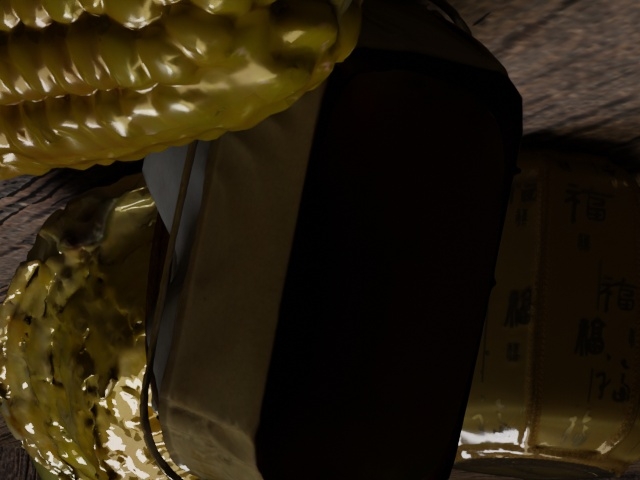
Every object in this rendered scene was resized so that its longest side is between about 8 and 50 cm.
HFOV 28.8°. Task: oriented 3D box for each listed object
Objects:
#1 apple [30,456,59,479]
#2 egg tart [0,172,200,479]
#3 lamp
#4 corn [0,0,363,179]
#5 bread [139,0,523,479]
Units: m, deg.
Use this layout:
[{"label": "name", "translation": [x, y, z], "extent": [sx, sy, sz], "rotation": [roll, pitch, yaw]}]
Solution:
[{"label": "apple", "translation": [-0.100, 0.141, 1.019], "extent": [0.262, 0.262, 0.262], "rotation": [2, 165, 0]}, {"label": "egg tart", "translation": [-0.066, 0.085, 0.789], "extent": [0.295, 0.294, 0.116], "rotation": [4, -152, -9]}, {"label": "lamp", "translation": [0.127, 0.045, 0.741], "extent": [0.161, 0.185, 0.161], "rotation": [3, 163, 1]}, {"label": "corn", "translation": [-0.137, -0.075, 0.453], "extent": [0.363, 0.120, 0.120], "rotation": [-9, 162, 34]}, {"label": "bread", "translation": [0.000, 0.000, 0.531], "extent": [0.142, 0.224, 0.212], "rotation": [10, -174, -19]}]
